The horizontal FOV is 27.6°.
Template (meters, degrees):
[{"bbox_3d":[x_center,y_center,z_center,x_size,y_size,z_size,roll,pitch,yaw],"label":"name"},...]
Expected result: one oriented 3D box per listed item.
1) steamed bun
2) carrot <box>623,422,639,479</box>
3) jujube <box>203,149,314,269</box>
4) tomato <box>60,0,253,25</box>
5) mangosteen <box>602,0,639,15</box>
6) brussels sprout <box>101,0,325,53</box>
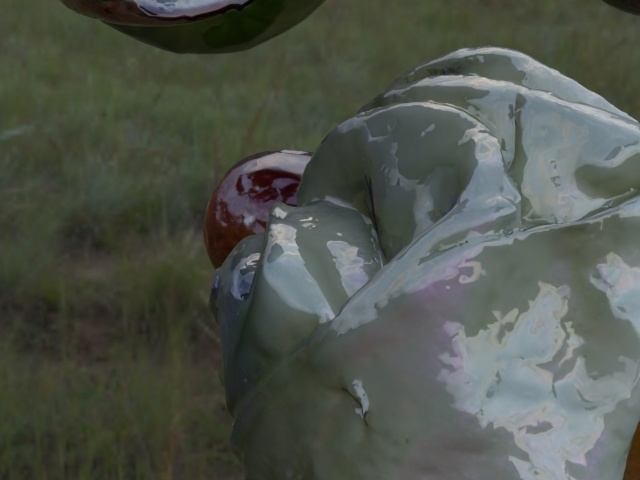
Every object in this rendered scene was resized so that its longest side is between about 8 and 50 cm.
[{"bbox_3d":[0.046,0.032,0.701,0.207,0.280,0.268,13,4,-12],"label":"steamed bun"},{"bbox_3d":[0.227,0.137,0.937,0.138,0.302,0.139,-28,12,7],"label":"carrot"},{"bbox_3d":[0.000,0.000,1.438,0.255,0.190,0.190,25,27,10],"label":"jujube"},{"bbox_3d":[-0.105,-0.226,0.695,0.180,0.214,0.155,-15,19,-27],"label":"tomato"},{"bbox_3d":[0.283,-0.318,1.139,0.250,0.211,0.211,43,24,-6],"label":"mangosteen"},{"bbox_3d":[-0.142,-0.354,1.315,0.314,0.371,0.276,-18,51,40],"label":"brussels sprout"}]
